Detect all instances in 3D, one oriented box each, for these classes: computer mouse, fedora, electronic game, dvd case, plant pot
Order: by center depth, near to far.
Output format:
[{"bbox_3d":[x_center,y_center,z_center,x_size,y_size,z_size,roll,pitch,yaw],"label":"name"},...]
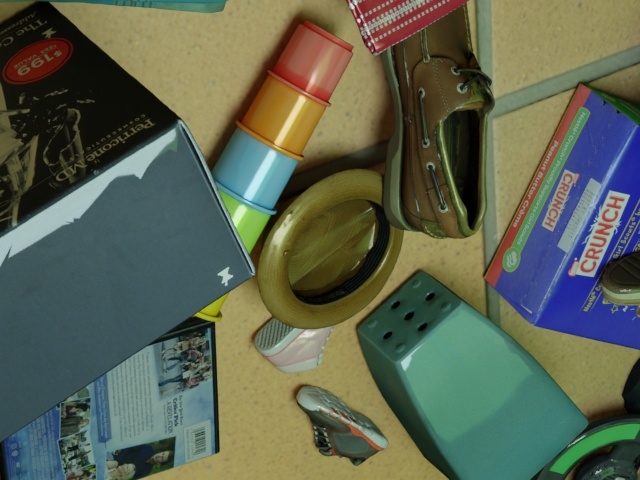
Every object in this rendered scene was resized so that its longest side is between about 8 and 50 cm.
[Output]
[{"bbox_3d":[0.000,0.000,1.783,0.194,0.079,0.194,-18,123,-30],"label":"fedora"},{"bbox_3d":[-0.226,0.189,1.788,0.253,0.022,0.180,-15,122,-25],"label":"dvd case"},{"bbox_3d":[0.161,0.160,1.936,0.166,0.165,0.234,-41,123,-6],"label":"plant pot"},{"bbox_3d":[0.381,0.324,2.220,0.229,0.048,0.229,-10,125,-15],"label":"electronic game"},{"bbox_3d":[0.432,0.251,2.239,0.071,0.041,0.242,-5,119,-32],"label":"computer mouse"}]

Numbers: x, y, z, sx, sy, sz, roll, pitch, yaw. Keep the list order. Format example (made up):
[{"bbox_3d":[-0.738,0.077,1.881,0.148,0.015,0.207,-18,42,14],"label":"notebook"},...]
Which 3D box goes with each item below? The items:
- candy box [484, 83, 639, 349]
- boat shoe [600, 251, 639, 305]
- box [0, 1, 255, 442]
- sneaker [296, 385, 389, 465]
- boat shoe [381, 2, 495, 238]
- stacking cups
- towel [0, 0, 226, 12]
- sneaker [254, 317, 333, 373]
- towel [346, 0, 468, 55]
[{"bbox_3d":[0.390,-0.012,2.006,0.317,0.122,0.268,14,109,-39],"label":"candy box"},{"bbox_3d":[0.401,0.053,1.931,0.190,0.068,0.072,-11,134,-27],"label":"boat shoe"},{"bbox_3d":[-0.289,-0.010,1.440,0.343,0.312,0.179,-34,129,-13],"label":"box"},{"bbox_3d":[0.017,0.226,1.944,0.065,0.061,0.158,-47,131,7],"label":"sneaker"},{"bbox_3d":[0.134,-0.154,1.727,0.111,0.104,0.307,-16,109,-41],"label":"boat shoe"},{"bbox_3d":[-0.061,-0.071,1.701,0.096,0.096,0.316,27,98,-40],"label":"stacking cups"},{"bbox_3d":[-0.168,-0.386,1.473,0.271,0.040,0.370,0,115,-29],"label":"towel"},{"bbox_3d":[-0.006,0.097,1.860,0.134,0.051,0.070,-38,132,-5],"label":"sneaker"},{"bbox_3d":[0.072,-0.345,1.619,0.199,0.031,0.275,-32,112,-14],"label":"towel"}]
